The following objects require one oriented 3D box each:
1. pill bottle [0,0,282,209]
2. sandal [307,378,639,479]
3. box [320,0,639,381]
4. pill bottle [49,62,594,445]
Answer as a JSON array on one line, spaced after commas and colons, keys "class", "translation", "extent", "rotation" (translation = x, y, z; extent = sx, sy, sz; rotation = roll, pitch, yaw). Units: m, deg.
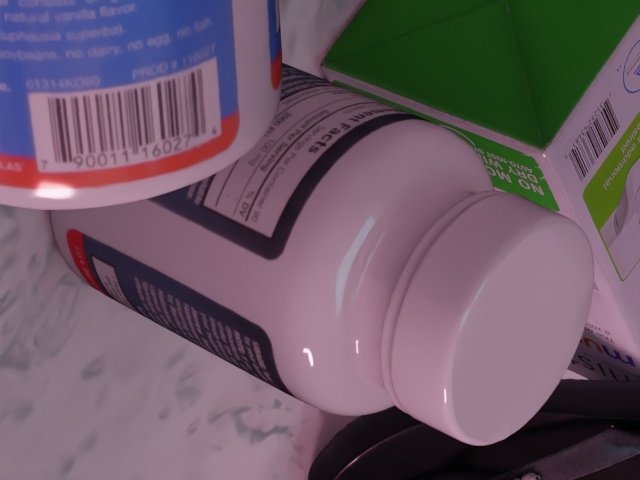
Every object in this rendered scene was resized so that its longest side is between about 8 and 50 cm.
[{"class": "pill bottle", "translation": [-0.076, -0.131, 0.492], "extent": [0.124, 0.124, 0.221], "rotation": [-31, 132, -38]}, {"class": "sandal", "translation": [0.120, 0.105, 0.806], "extent": [0.097, 0.254, 0.054], "rotation": [81, 4, -55]}, {"class": "box", "translation": [0.158, -0.093, 0.807], "extent": [0.262, 0.127, 0.231], "rotation": [-55, 144, -14]}, {"class": "pill bottle", "translation": [0.000, 0.000, 0.616], "extent": [0.108, 0.180, 0.108], "rotation": [-29, 132, -39]}]
